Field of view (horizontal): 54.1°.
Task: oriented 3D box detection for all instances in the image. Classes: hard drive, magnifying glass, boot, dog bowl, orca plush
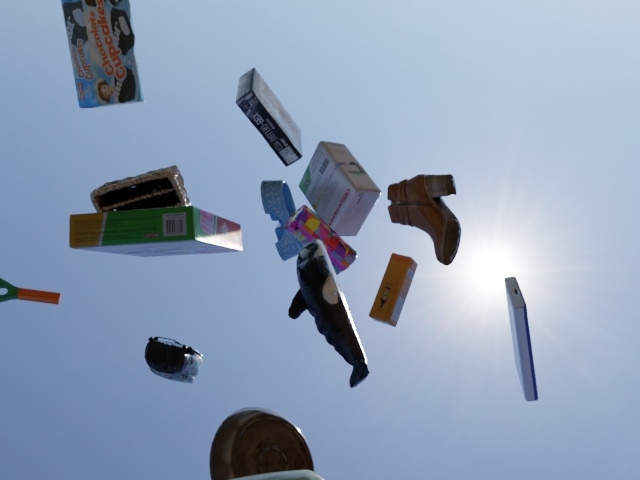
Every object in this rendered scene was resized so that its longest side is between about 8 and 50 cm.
[{"bbox_3d":[0.614,0.297,1.919,0.040,0.318,0.210,-9,-160,12],"label":"hard drive"},{"bbox_3d":[-0.727,0.120,1.452,0.231,0.026,0.092,9,-123,-15],"label":"magnifying glass"},{"bbox_3d":[0.305,-0.061,1.918,0.220,0.283,0.109,-5,-178,39],"label":"boot"},{"bbox_3d":[-0.126,-0.075,2.172,0.074,0.297,0.166,-12,-161,11],"label":"dog bowl"},{"bbox_3d":[-0.002,0.131,1.124,0.102,0.151,0.287,-23,-111,4],"label":"orca plush"}]

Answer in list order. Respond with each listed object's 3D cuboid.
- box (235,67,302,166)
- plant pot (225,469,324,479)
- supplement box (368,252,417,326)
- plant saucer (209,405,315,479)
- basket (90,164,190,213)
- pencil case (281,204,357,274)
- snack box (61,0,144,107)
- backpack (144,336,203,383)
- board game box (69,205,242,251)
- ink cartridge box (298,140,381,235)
[{"bbox_3d":[-0.182,-0.449,2.279,0.076,0.307,0.242,-29,-149,17],"label":"box"},{"bbox_3d":[-0.159,0.515,1.042,0.294,0.274,0.275,17,-154,-27],"label":"plant pot"},{"bbox_3d":[0.244,0.165,2.083,0.078,0.080,0.233,14,-106,33],"label":"supplement box"},{"bbox_3d":[-0.125,0.551,1.531,0.311,0.050,0.310,25,-135,-28],"label":"plant saucer"},{"bbox_3d":[-0.628,-0.126,2.226,0.299,0.213,0.223,-15,-166,-3],"label":"basket"},{"bbox_3d":[0.000,0.000,1.842,0.236,0.104,0.104,39,-155,-21],"label":"pencil case"},{"bbox_3d":[-0.500,-0.473,1.438,0.060,0.321,0.187,0,-164,18],"label":"snack box"},{"bbox_3d":[-0.434,0.364,1.880,0.152,0.182,0.115,17,-105,20],"label":"backpack"},{"bbox_3d":[-0.319,-0.011,1.280,0.242,0.064,0.316,-3,175,7],"label":"board game box"},{"bbox_3d":[0.060,-0.175,2.133,0.117,0.201,0.278,2,-140,-36],"label":"ink cartridge box"}]
